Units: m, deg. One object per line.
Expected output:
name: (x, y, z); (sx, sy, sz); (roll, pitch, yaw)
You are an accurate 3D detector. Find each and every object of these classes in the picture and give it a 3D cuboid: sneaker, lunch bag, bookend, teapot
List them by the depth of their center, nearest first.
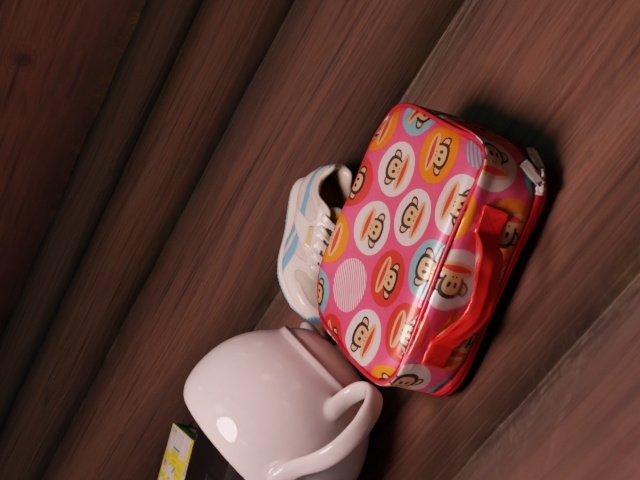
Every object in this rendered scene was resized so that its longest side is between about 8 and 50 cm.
lunch bag: (0.117, 0.012, 1.000); (0.293, 0.120, 0.258); (-68, 28, 13)
teapot: (-0.025, 0.192, 1.093); (0.187, 0.252, 0.256); (-44, 60, -2)
sneaker: (0.000, 0.000, 1.267); (0.092, 0.087, 0.229); (-31, 52, 51)
bookend: (-0.135, 0.346, 1.357); (0.157, 0.072, 0.156); (12, 88, 62)

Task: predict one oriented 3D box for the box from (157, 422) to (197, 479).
box: (-0.240, 0.411, 1.558); (0.105, 0.043, 0.179); (14, 86, 63)
